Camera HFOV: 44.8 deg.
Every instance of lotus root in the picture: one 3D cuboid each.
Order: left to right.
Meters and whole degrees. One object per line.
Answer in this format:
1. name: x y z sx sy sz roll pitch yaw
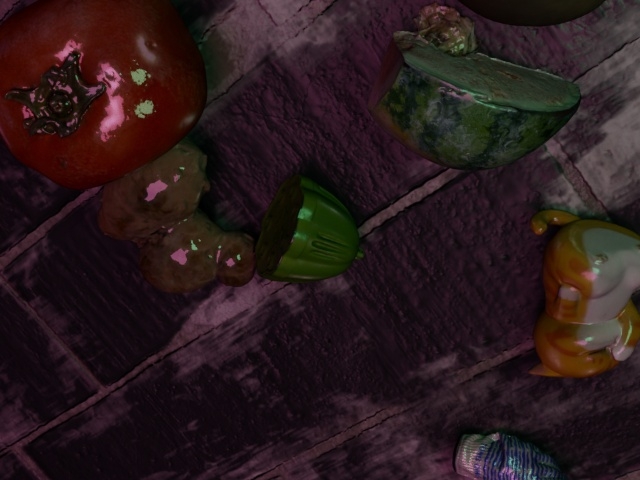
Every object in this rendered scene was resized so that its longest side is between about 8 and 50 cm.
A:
1. lotus root: 0.000 0.000 1.295 0.186 0.186 0.186 5 114 12

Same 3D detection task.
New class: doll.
1. doll: 0.417 0.096 1.218 0.166 0.162 0.270 -6 109 -16

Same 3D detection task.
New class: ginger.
1. ginger: -0.249 -0.023 1.350 0.244 0.155 0.304 -28 112 16

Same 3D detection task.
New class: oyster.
1. oyster: 0.177 -0.269 1.179 0.108 0.053 0.166 18 111 -2

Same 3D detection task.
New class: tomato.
1. tomato: -0.344 -0.246 1.188 0.325 0.290 0.293 -27 106 21

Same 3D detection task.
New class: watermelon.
1. watermelon: 0.233 -0.192 1.122 0.305 0.224 0.180 11 82 -13

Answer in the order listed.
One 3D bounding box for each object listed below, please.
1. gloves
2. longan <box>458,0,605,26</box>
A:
1. gloves: 0.352 0.416 1.401 0.229 0.097 0.119 14 79 11
2. longan: 0.240 -0.431 0.975 0.288 0.288 0.350 -34 93 24
